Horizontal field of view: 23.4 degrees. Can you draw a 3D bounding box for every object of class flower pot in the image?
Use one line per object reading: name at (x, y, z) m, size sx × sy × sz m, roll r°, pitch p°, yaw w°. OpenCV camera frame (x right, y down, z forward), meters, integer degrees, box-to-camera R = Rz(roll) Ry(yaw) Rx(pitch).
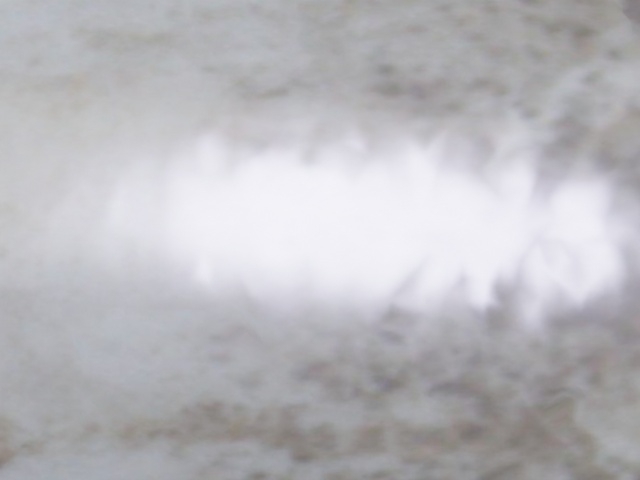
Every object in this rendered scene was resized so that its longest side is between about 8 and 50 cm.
flower pot at (0.000, 0.000, 0.471) m, size 0.330 × 0.293 × 0.294 m, roll 2°, pitch 80°, yaw 15°
